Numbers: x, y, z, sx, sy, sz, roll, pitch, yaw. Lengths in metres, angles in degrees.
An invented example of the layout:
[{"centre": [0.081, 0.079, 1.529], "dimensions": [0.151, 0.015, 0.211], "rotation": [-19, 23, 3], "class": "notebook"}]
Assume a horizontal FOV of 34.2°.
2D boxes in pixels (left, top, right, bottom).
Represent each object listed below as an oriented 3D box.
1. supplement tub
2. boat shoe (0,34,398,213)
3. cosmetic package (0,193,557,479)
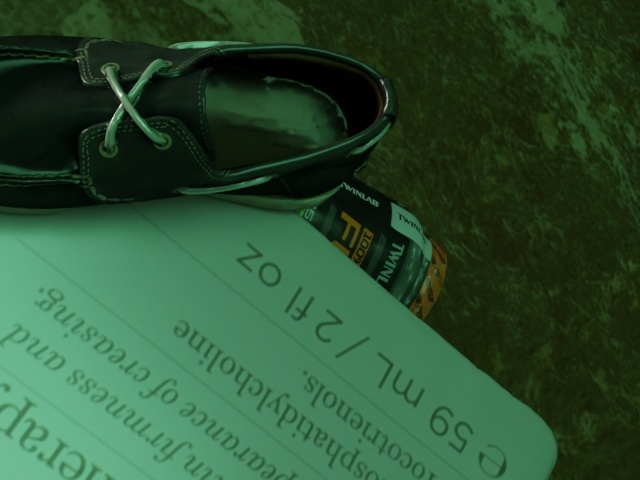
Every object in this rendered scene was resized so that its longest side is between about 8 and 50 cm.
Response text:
[{"centre": [0.000, 0.000, 0.834], "dimensions": [0.190, 0.117, 0.117], "rotation": [27, 65, -20], "class": "supplement tub"}, {"centre": [-0.077, -0.058, 0.451], "dimensions": [0.233, 0.079, 0.084], "rotation": [0, 78, -27], "class": "boat shoe"}, {"centre": [-0.148, 0.188, 0.580], "dimensions": [0.329, 0.327, 0.393], "rotation": [40, 62, -13], "class": "cosmetic package"}]
